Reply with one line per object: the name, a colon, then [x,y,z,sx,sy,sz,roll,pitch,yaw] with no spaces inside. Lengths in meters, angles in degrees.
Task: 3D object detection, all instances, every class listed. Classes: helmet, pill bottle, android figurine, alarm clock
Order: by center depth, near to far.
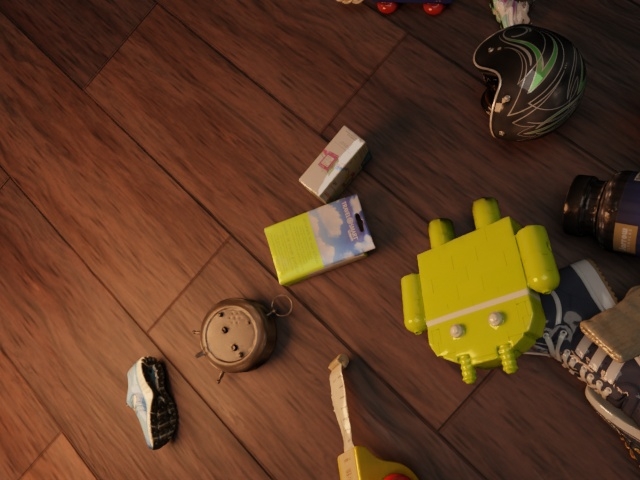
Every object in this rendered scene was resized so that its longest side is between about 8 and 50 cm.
pill bottle: [0.470,-0.033,0.756,0.219,0.122,0.123,14,83,38]
android figurine: [0.230,0.073,0.800,0.248,0.056,0.273,-25,52,37]
helmet: [0.324,-0.239,0.837,0.169,0.169,0.162,-29,57,8]
alarm clock: [-0.131,0.155,0.939,0.192,0.064,0.129,-34,72,4]

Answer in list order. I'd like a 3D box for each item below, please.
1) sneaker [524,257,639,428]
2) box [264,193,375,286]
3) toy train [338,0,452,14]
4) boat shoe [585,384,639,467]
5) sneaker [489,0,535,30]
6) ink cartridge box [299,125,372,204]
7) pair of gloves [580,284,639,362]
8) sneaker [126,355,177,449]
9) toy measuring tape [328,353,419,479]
sneaker: [0.369,0.171,0.756,0.153,0.099,0.282,-21,55,9]
box: [0.000,0.000,0.940,0.178,0.042,0.109,-21,75,11]
toy train: [0.126,-0.506,0.980,0.247,0.105,0.143,9,72,17]
boat shoe: [0.450,0.280,0.752,0.065,0.083,0.183,-23,41,-28]
sneaker: [0.337,-0.409,0.933,0.069,0.038,0.098,-20,84,9]
ink cartridge box: [0.028,-0.126,0.933,0.052,0.088,0.122,42,93,16]
pair of gloves: [0.474,0.136,0.651,0.204,0.042,0.240,-26,42,-18]
sneaker: [-0.311,0.296,0.970,0.073,0.063,0.162,-28,68,27]
toy measuring tape: [0.090,0.340,0.832,0.121,0.121,0.330,-17,58,12]
